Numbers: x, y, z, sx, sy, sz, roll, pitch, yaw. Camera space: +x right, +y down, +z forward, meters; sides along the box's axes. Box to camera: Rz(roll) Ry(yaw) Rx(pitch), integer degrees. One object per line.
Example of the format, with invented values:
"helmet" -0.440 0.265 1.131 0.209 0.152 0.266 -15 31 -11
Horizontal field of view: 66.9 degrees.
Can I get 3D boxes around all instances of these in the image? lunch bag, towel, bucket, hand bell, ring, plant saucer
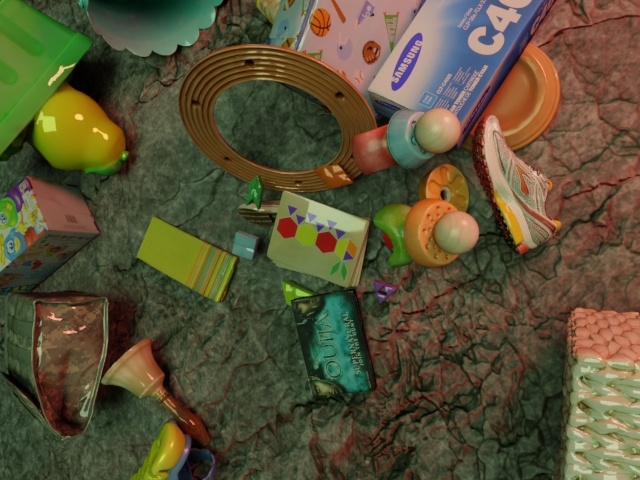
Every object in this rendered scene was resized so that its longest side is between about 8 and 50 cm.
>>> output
"lunch bag" -0.564 0.255 1.021 0.235 0.168 0.287 0 89 48
"towel" -0.286 0.038 1.034 0.237 0.021 0.102 24 91 21
"bucket" -0.353 -0.530 0.955 0.281 0.281 0.183 -41 71 15
"hand bell" -0.319 0.332 1.003 0.242 0.126 0.126 43 103 5
"ring" -0.070 -0.191 0.815 0.336 0.337 0.032 -3 58 21
"lunch bag" 0.053 -0.358 0.816 0.115 0.243 0.304 30 102 52
"plant saucer" 0.293 -0.244 0.813 0.199 0.037 0.200 -1 88 21

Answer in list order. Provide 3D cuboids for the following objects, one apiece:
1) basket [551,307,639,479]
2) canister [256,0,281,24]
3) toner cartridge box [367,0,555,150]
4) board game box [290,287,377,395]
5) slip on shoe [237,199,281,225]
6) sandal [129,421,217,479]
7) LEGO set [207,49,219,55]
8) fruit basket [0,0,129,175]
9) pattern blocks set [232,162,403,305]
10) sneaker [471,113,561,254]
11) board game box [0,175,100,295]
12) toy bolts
"basket" 0.446 0.241 0.557 0.328 0.331 0.267 1 93 28
"canister" -0.029 -0.432 0.925 0.126 0.073 0.170 -44 73 13
"toner cartridge box" 0.240 -0.333 0.775 0.165 0.075 0.348 31 86 23
"board game box" 0.023 0.189 0.890 0.126 0.026 0.186 -12 93 20
"slip on shoe" -0.100 -0.060 0.956 0.135 0.051 0.041 3 49 29
"sandal" -0.316 0.510 0.978 0.138 0.126 0.317 27 115 -21
"LEGO set" -0.218 -0.361 1.025 0.054 0.023 0.083 5 77 19
"fruit basket" -0.610 -0.276 1.057 0.282 0.391 0.393 6 90 46
"pattern blocks set" 0.000 0.000 0.888 0.324 0.026 0.286 28 111 8
"sneaker" 0.309 -0.096 0.775 0.092 0.088 0.225 -23 97 9
"board game box" -0.679 -0.003 1.118 0.275 0.144 0.142 -35 76 15
"toy bolts" 0.177 -0.093 0.719 0.158 0.218 0.229 -4 114 58
